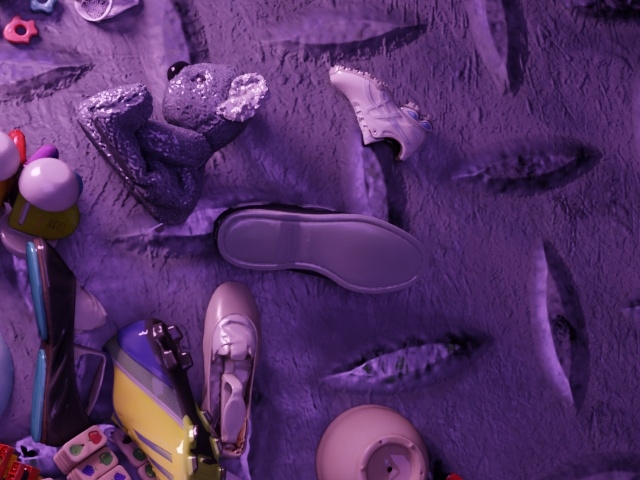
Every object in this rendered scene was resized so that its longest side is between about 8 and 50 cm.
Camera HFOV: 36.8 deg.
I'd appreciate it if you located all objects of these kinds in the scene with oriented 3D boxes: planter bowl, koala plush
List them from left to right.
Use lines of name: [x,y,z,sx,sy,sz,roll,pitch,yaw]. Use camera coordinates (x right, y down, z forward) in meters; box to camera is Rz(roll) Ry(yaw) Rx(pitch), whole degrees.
koala plush: [-0.176,-0.154,1.282,0.221,0.196,0.203,-38,106,-15]
planter bowl: [0.083,0.314,1.339,0.162,0.109,0.162,1,85,-14]

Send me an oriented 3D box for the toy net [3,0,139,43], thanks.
toy net: [-0.364,-0.330,1.311,0.232,0.045,0.122,1,85,-14]

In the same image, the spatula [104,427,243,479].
spatula: [-0.216,0.364,1.308,0.242,0.019,0.168,30,80,-7]

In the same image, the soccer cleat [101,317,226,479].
soccer cleat: [-0.209,0.244,1.256,0.121,0.093,0.289,-25,71,15]

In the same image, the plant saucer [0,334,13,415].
plant saucer: [-0.497,0.177,1.239,0.194,0.037,0.195,1,85,-15]

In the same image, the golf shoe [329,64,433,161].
golf shoe: [0.077,-0.185,1.404,0.176,0.069,0.086,33,84,-9]

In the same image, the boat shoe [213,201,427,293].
boat shoe: [0.000,0.000,1.353,0.302,0.091,0.114,14,102,-15]

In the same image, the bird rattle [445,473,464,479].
bird rattle: [0.175,0.474,1.368,0.253,0.143,0.207,-45,109,-26]

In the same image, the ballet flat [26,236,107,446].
ballet flat: [-0.329,0.129,1.248,0.096,0.095,0.281,-4,106,-25]

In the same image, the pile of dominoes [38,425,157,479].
pile of dominoes: [-0.244,0.357,1.208,0.251,0.040,0.196,52,40,6]

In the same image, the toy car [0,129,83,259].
toy car: [-0.389,-0.076,1.248,0.182,0.159,0.136,26,43,-11]

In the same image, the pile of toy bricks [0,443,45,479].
pile of toy bricks: [-0.401,0.377,1.224,0.105,0.118,0.212,38,63,-45]

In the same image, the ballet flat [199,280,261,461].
ballet flat: [-0.120,0.178,1.313,0.086,0.086,0.249,6,84,-14]
